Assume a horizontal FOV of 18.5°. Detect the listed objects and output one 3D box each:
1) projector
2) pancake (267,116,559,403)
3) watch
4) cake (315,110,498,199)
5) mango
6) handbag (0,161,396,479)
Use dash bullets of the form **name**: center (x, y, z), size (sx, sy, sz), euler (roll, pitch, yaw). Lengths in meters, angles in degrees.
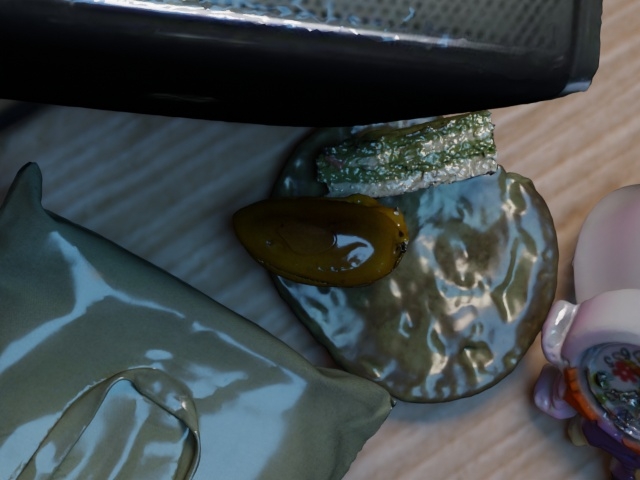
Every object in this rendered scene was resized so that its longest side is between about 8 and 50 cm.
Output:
- **projector**: center (-0.082, -0.207, 1.224), size (0.405, 0.395, 0.242), euler (4, 90, -22)
- **pancake**: center (0.068, 0.008, 1.476), size (0.236, 0.042, 0.222), euler (15, 84, -19)
- **watch**: center (0.293, 0.071, 1.521), size (0.244, 0.196, 0.231), euler (47, 52, -18)
- **cake**: center (0.067, -0.060, 1.435), size (0.140, 0.055, 0.051), euler (-14, 94, -18)
- **mango**: center (0.000, 0.000, 1.397), size (0.127, 0.077, 0.063), euler (5, 114, -7)
- **handbag**: center (-0.138, 0.134, 1.355), size (0.316, 0.109, 0.253), euler (34, 82, -19)
